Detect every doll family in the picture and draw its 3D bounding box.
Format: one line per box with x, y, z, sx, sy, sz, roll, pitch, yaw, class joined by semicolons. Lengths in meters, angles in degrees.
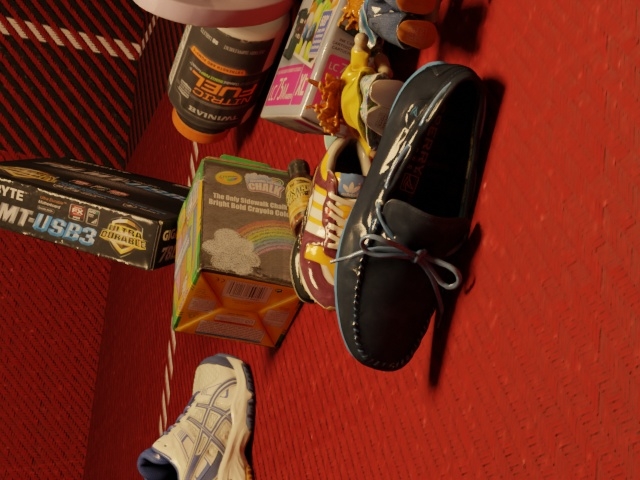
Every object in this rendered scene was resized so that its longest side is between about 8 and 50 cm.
0.057;-0.172;1.380;0.163;0.118;0.262;-145;66;-75;doll family

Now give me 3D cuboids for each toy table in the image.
-0.110;-0.379;1.960;0.274;0.252;0.160;-40;-25;-57;toy table

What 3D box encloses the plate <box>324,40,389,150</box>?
0.041;-0.175;1.637;0.188;0.024;0.188;-169;90;-76;plate

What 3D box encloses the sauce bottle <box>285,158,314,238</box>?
-0.019;-0.047;1.744;0.128;0.042;0.042;-105;28;-56;sauce bottle

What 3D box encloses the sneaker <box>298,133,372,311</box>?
0.019;-0.022;1.526;0.084;0.070;0.185;112;161;-55;sneaker

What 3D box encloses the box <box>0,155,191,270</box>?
-0.280;-0.043;2.030;0.293;0.296;0.073;-19;-57;-69;box

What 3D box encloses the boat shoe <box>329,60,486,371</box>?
0.070;-0.021;1.262;0.089;0.109;0.258;-169;87;-72;boat shoe

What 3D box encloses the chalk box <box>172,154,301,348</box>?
-0.093;-0.004;1.822;0.132;0.132;0.213;117;159;-49;chalk box

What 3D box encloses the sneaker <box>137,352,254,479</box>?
-0.152;0.243;1.885;0.296;0.131;0.111;-95;19;-49;sneaker

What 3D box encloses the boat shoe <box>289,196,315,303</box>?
-0.002;0.000;1.631;0.042;0.049;0.133;123;159;-74;boat shoe

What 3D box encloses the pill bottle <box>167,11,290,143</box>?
-0.134;-0.240;2.146;0.245;0.131;0.130;117;158;-49;pill bottle

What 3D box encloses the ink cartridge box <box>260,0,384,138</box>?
0.034;-0.256;1.548;0.311;0.065;0.186;-68;15;-1;ink cartridge box
